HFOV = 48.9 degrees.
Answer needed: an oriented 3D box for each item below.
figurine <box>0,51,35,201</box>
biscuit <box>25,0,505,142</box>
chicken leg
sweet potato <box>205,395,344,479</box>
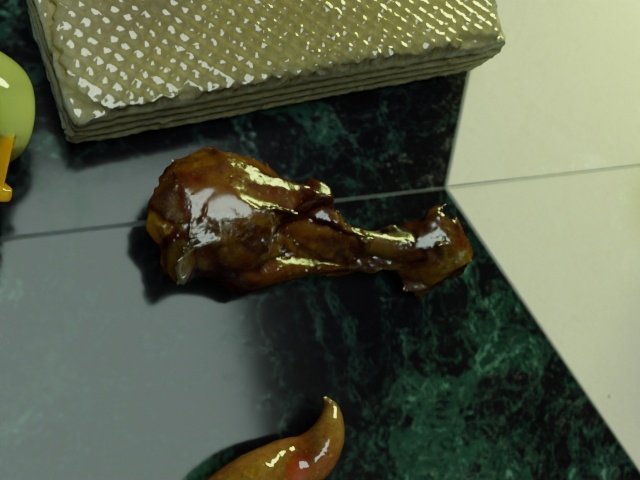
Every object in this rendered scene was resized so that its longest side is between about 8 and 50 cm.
[{"bbox_3d":[-0.316,-0.098,0.433,0.261,0.180,0.154,11,81,-28],"label":"figurine"},{"bbox_3d":[-0.027,-0.195,0.626,0.425,0.078,0.144,-15,84,-25],"label":"biscuit"},{"bbox_3d":[0.000,0.000,0.601,0.304,0.093,0.113,10,93,-28],"label":"chicken leg"},{"bbox_3d":[-0.057,0.197,0.545,0.202,0.058,0.055,-31,81,-23],"label":"sweet potato"}]
